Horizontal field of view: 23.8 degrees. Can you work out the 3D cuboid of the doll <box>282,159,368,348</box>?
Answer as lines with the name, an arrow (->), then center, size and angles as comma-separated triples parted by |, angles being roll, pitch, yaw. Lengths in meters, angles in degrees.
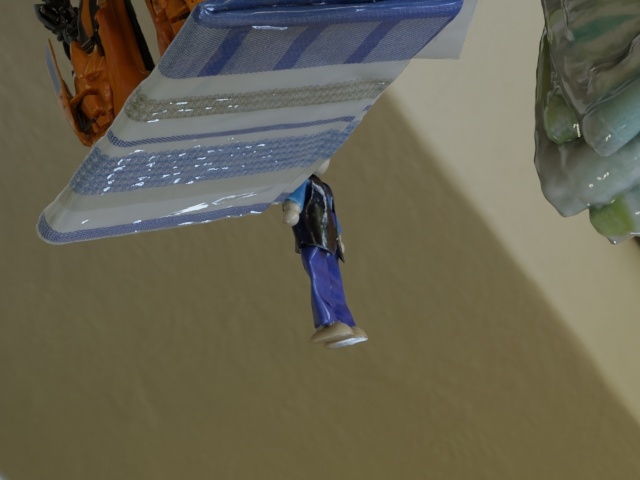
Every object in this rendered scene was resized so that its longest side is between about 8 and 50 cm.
doll -> 0.000, 0.000, 1.356 | 0.046, 0.189, 0.129 | -15, 166, 17

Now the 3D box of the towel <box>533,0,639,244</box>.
towel -> 0.248, -0.176, 0.632 | 0.374, 0.090, 0.320 | -35, -162, 23

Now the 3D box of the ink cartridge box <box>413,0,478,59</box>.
ink cartridge box -> 0.019, -0.245, 1.332 | 0.092, 0.220, 0.160 | 101, -11, -55

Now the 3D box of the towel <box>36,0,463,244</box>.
towel -> -0.054, -0.082, 1.002 | 0.209, 0.034, 0.285 | -11, 159, -35

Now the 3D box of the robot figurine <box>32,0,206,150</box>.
robot figurine -> -0.154, -0.194, 1.232 | 0.211, 0.291, 0.085 | -35, 154, 28
